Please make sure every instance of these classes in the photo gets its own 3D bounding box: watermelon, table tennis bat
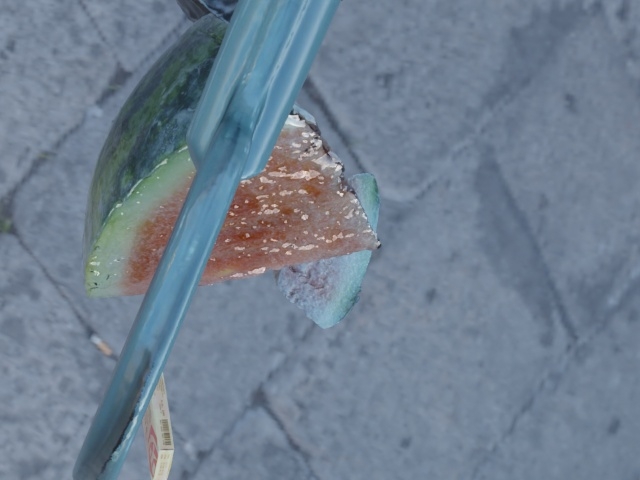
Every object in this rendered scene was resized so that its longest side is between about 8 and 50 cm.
[{"bbox_3d":[0.006,0.004,1.546,0.180,0.081,0.094,-57,131,-33],"label":"watermelon"},{"bbox_3d":[-0.083,-0.051,1.216,0.231,0.193,0.310,-10,141,-39],"label":"watermelon"},{"bbox_3d":[-0.045,-0.015,0.565,0.038,0.149,0.237,23,85,-4],"label":"table tennis bat"}]

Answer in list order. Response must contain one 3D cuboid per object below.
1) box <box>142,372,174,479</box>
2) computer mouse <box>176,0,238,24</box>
[{"bbox_3d":[-0.144,0.159,1.279,0.015,0.093,0.058,0,141,-17],"label":"box"},{"bbox_3d":[-0.032,-0.314,1.503,0.269,0.170,0.100,-42,169,-4],"label":"computer mouse"}]
